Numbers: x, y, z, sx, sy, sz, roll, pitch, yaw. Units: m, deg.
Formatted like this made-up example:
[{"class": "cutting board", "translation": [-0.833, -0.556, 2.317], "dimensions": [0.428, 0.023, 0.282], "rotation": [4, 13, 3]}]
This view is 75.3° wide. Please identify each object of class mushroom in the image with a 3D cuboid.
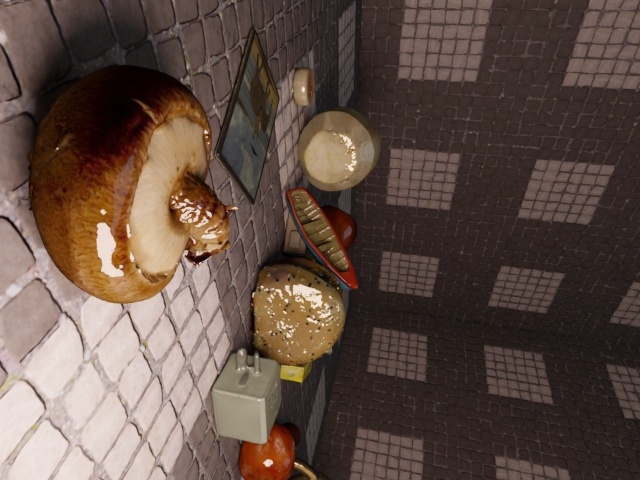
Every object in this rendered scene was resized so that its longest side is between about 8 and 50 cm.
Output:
[{"class": "mushroom", "translation": [-0.225, -0.067, 0.522], "dimensions": [0.278, 0.163, 0.296], "rotation": [65, 32, -54]}]

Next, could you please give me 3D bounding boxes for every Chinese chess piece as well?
[{"class": "Chinese chess piece", "translation": [-0.055, -0.513, 1.384], "dimensions": [0.122, 0.051, 0.121], "rotation": [7, 90, -79]}]

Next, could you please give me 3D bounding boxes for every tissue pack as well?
[{"class": "tissue pack", "translation": [-0.097, 0.523, 1.711], "dimensions": [0.176, 0.095, 0.062], "rotation": [11, 85, -80]}]

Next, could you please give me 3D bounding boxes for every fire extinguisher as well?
[{"class": "fire extinguisher", "translation": [-0.164, 0.762, 1.537], "dimensions": [0.147, 0.107, 0.337], "rotation": [-58, 162, -11]}]

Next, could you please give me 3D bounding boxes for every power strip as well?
[{"class": "power strip", "translation": [-0.184, 0.377, 1.050], "dimensions": [0.140, 0.139, 0.224], "rotation": [-63, 158, -59]}]

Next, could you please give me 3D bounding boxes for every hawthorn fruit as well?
[{"class": "hawthorn fruit", "translation": [-0.160, 0.642, 1.282], "dimensions": [0.179, 0.179, 0.200], "rotation": [84, 5, -50]}]

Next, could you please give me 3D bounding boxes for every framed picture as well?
[{"class": "framed picture", "translation": [-0.169, -0.294, 1.033], "dimensions": [0.265, 0.016, 0.346], "rotation": [69, 30, -69]}]

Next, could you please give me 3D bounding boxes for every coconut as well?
[{"class": "coconut", "translation": [0.070, -0.341, 1.541], "dimensions": [0.323, 0.324, 0.322], "rotation": [7, 90, -79]}]

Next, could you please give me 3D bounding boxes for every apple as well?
[{"class": "apple", "translation": [0.044, -0.036, 1.809], "dimensions": [0.230, 0.230, 0.229], "rotation": [7, 90, -79]}]

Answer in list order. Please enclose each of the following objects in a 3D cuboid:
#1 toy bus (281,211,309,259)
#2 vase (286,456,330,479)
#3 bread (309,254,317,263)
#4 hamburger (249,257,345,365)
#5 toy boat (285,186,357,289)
[{"class": "toy bus", "translation": [-0.076, -0.025, 1.481], "dimensions": [0.103, 0.092, 0.181], "rotation": [51, 46, -77]}, {"class": "vase", "translation": [-0.106, 0.988, 1.598], "dimensions": [0.241, 0.303, 0.328], "rotation": [-20, 98, -78]}, {"class": "bread", "translation": [-0.058, 0.173, 1.556], "dimensions": [0.183, 0.212, 0.223], "rotation": [174, -104, -86]}, {"class": "hamburger", "translation": [-0.062, 0.214, 1.272], "dimensions": [0.195, 0.277, 0.317], "rotation": [-74, 164, -76]}, {"class": "toy boat", "translation": [0.000, 0.000, 1.381], "dimensions": [0.136, 0.079, 0.391], "rotation": [-22, 79, -43]}]
